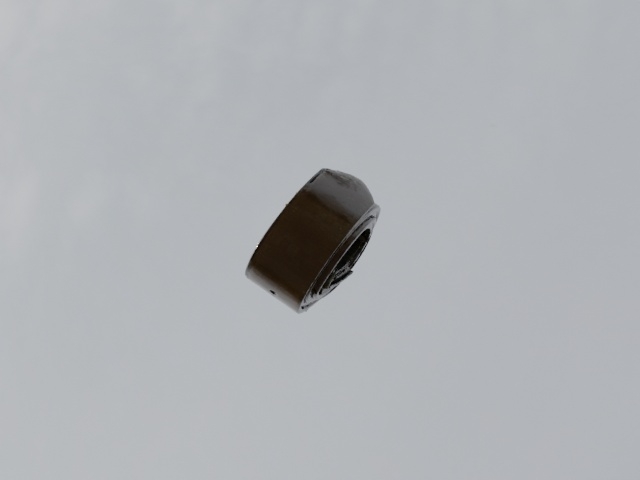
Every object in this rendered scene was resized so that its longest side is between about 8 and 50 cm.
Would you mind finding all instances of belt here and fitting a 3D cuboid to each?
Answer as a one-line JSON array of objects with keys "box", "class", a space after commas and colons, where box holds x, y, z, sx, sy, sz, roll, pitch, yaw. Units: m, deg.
[{"box": [0.000, 0.000, 0.680, 0.036, 0.083, 0.059, 35, -71, 7], "class": "belt"}]
